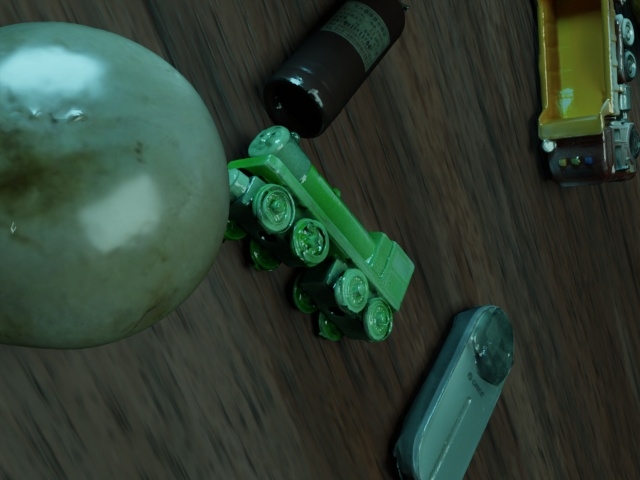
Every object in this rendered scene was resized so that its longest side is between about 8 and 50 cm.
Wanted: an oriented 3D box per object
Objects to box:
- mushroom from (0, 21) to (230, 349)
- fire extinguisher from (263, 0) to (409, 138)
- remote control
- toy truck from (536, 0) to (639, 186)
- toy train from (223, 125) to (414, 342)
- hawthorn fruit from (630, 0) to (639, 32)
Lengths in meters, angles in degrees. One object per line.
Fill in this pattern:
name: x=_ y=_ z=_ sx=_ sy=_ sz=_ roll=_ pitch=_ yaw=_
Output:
mushroom: x=-0.175 y=-0.034 z=0.552 sx=0.226 sy=0.178 sz=0.226 roll=10 pitch=61 yaw=-18
fire extinguisher: x=0.021 y=-0.208 z=0.816 sx=0.099 sy=0.071 sz=0.231 roll=38 pitch=59 yaw=-7
remote control: x=0.160 y=0.181 z=0.958 sx=0.104 sy=0.052 sz=0.247 roll=55 pitch=54 yaw=-32
toy truck: x=0.365 y=-0.211 z=1.123 sx=0.135 sy=0.114 sz=0.270 roll=-9 pitch=96 yaw=-48
toy train: x=0.000 y=0.000 z=0.783 sx=0.251 sy=0.085 sz=0.119 roll=50 pitch=52 yaw=-35
hawthorn fruit: x=0.608 y=-0.439 z=1.284 sx=0.277 sy=0.277 sz=0.298 roll=-28 pitch=89 yaw=-42
